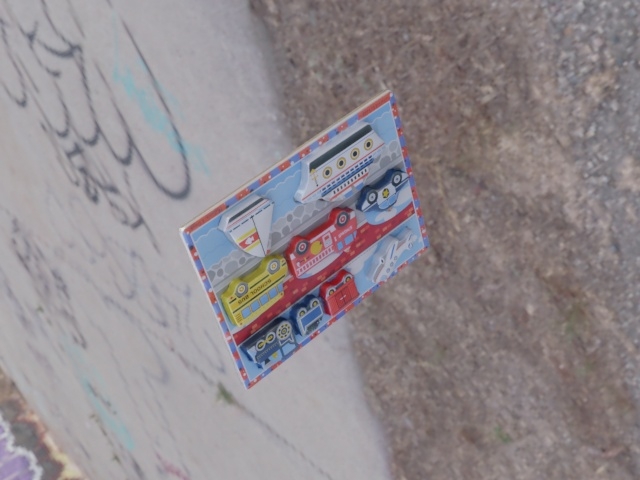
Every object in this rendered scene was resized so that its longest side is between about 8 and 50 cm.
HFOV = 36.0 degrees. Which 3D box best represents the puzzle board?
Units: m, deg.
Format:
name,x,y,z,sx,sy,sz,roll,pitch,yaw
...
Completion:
name,x,y,z,sx,sy,sz,roll,pitch,yaw
puzzle board,0.000,0.000,0.469,0.011,0.128,0.096,26,143,44
